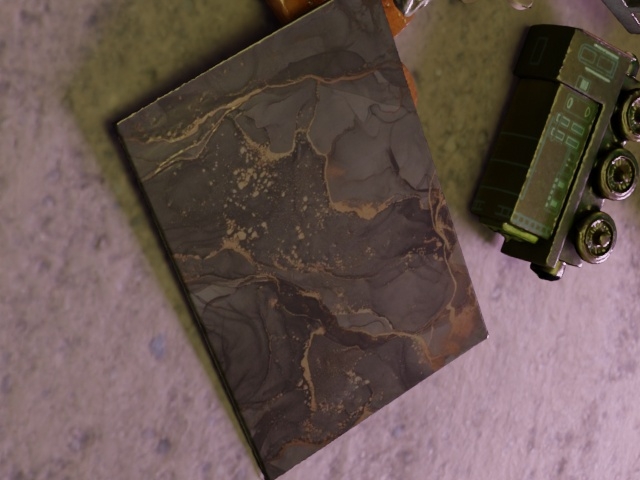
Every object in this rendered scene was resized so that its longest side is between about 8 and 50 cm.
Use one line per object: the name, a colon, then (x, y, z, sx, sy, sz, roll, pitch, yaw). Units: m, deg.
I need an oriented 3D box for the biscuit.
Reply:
biscuit: (0.008, -0.178, 1.252, 0.165, 0.036, 0.250, -40, 120, -26)

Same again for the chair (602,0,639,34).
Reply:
chair: (0.291, -0.294, 1.352, 0.270, 0.147, 0.136, 31, 66, -52)

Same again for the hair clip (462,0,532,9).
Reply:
hair clip: (0.144, -0.308, 1.332, 0.034, 0.072, 0.226, -9, 98, -44)

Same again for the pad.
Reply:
pad: (0.000, 0.000, 1.272, 0.247, 0.007, 0.368, -32, 123, -19)

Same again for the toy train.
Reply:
toy train: (0.222, -0.079, 1.431, 0.137, 0.090, 0.226, 22, 86, -35)

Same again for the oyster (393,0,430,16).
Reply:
oyster: (0.084, -0.335, 1.227, 0.199, 0.087, 0.252, -55, 128, -39)
